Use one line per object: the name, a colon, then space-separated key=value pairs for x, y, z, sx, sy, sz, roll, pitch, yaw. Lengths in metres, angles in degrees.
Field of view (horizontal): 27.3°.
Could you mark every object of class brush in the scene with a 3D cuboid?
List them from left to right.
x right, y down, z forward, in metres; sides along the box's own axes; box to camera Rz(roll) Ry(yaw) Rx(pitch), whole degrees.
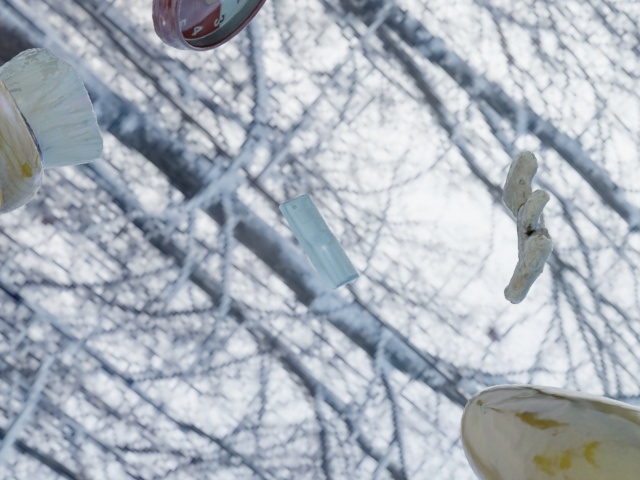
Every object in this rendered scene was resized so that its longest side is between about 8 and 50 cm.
brush: x=-0.386 y=-0.172 z=1.578 sx=0.174 sy=0.266 sz=0.166 roll=23 pitch=-128 yaw=39

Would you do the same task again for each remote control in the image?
remote control: x=0.000 y=0.000 z=2.079 sx=0.061 sy=0.162 sz=0.029 roll=-24 pitch=168 yaw=-40

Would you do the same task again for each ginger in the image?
ginger: x=0.330 y=-0.033 z=2.076 sx=0.149 sy=0.065 sz=0.258 roll=125 pitch=-26 yaw=-69

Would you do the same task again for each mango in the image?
mango: x=0.355 y=0.315 z=1.731 sx=0.446 sy=0.300 sz=0.232 roll=22 pitch=-95 yaw=53

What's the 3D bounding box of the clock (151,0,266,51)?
clock: x=-0.170 y=-0.460 z=2.209 sx=0.318 sy=0.080 sz=0.318 roll=-46 pitch=158 yaw=-25
